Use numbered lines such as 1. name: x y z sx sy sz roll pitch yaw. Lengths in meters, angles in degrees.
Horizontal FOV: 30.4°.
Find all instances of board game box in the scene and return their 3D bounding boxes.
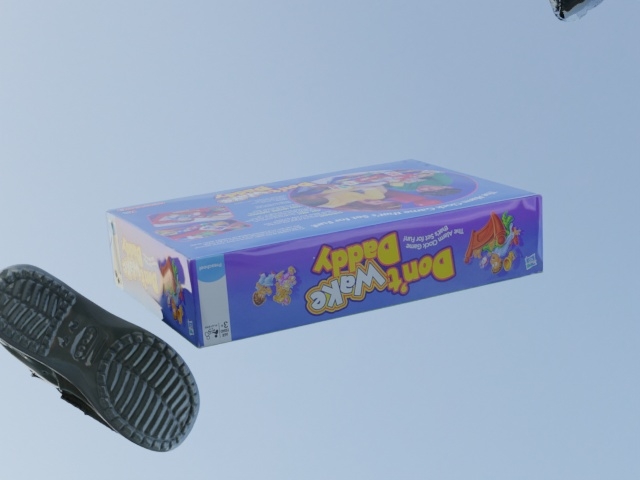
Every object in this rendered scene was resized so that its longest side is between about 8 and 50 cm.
1. board game box: 0.000 0.000 1.113 0.233 0.347 0.078 24 -59 61

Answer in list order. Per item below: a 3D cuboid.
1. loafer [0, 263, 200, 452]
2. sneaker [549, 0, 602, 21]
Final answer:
1. loafer: -0.213 0.104 1.084 0.251 0.094 0.087 46 -22 -28
2. sneaker: 0.207 -0.214 0.777 0.132 0.229 0.086 -17 -73 18
